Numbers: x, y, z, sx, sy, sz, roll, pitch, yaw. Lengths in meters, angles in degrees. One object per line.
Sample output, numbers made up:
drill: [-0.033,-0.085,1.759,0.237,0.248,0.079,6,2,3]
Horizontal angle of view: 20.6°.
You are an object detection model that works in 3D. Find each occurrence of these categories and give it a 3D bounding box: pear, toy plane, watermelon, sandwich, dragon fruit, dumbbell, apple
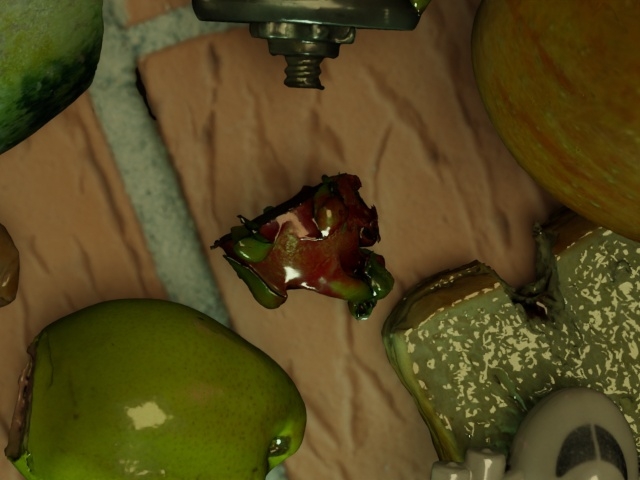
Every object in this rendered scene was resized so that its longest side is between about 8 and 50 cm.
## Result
pear: [-0.121,0.138,1.343,0.220,0.187,0.187,14,94,-12]
toy plane: [0.192,0.238,1.361,0.252,0.118,0.252,-1,95,-11]
watermelon: [-0.259,-0.176,1.282,0.193,0.231,0.310,-3,141,-14]
sandwich: [0.207,0.105,1.453,0.273,0.095,0.249,-27,100,-6]
dragon fruit: [0.000,0.000,1.376,0.175,0.138,0.142,42,64,-25]
dumbbell: [-0.002,-0.316,1.315,0.179,0.179,0.406,2,96,-12]
apple: [0.287,-0.179,1.270,0.334,0.400,0.400,16,93,-15]

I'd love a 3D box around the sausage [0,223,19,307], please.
sausage: [-0.473,0.044,1.286,0.501,0.123,0.136,-14,102,-11]

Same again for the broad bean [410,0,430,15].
broad bean: [0.133,-0.290,1.345,0.077,0.061,0.339,59,40,-39]
